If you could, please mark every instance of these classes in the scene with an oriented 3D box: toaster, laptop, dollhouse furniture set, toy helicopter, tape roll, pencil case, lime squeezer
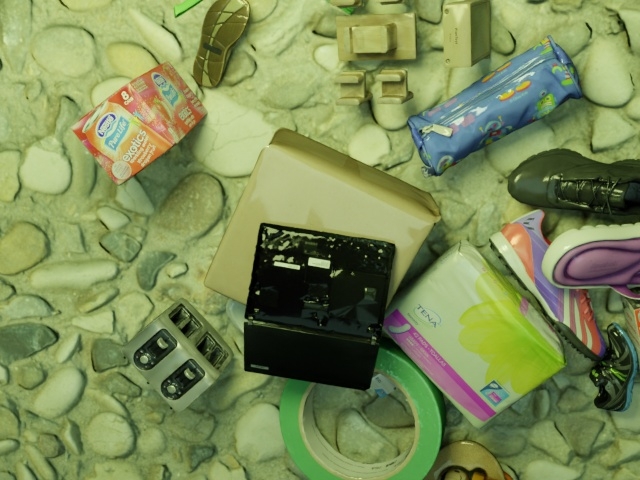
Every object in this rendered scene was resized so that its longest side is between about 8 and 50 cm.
[{"bbox_3d":[-0.270,0.218,1.543,0.110,0.185,0.168,-40,93,14],"label":"toaster"},{"bbox_3d":[-0.007,0.121,1.390,0.234,0.136,0.264,9,86,2],"label":"laptop"},{"bbox_3d":[0.150,-0.347,1.340,0.242,0.161,0.212,4,110,22],"label":"dollhouse furniture set"},{"bbox_3d":[0.217,0.550,1.618,0.235,0.140,0.355,42,97,14],"label":"toy helicopter"},{"bbox_3d":[0.082,0.346,1.558,0.321,0.077,0.321,2,98,15],"label":"tape roll"},{"bbox_3d":[0.290,-0.226,1.357,0.306,0.133,0.119,-29,75,13],"label":"pencil case"},{"bbox_3d":[-0.095,-0.433,1.334,0.311,0.059,0.109,-6,65,-19],"label":"lime squeezer"}]

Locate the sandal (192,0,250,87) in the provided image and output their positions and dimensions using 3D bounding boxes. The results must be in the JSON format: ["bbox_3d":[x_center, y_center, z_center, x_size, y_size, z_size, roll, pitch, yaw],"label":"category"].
[{"bbox_3d":[-0.174,-0.354,1.402,0.072,0.049,0.180,29,124,1],"label":"sandal"}]

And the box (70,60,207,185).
[{"bbox_3d":[-0.298,-0.205,1.349,0.128,0.257,0.122,-33,105,15],"label":"box"}]

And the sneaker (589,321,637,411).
[{"bbox_3d":[0.558,0.248,1.526,0.078,0.067,0.188,-4,111,0],"label":"sneaker"}]

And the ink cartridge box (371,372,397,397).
[{"bbox_3d":[0.141,0.271,1.592,0.083,0.028,0.048,-34,102,16],"label":"ink cartridge box"}]

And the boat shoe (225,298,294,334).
[{"bbox_3d":[-0.098,0.173,1.518,0.226,0.076,0.083,32,100,18],"label":"boat shoe"}]

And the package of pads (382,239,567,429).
[{"bbox_3d":[0.283,0.171,1.479,0.296,0.101,0.229,46,113,-1],"label":"package of pads"}]

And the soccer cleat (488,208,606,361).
[{"bbox_3d":[0.445,0.087,1.465,0.116,0.108,0.318,-39,100,10],"label":"soccer cleat"}]

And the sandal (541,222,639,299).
[{"bbox_3d":[0.589,0.044,1.385,0.417,0.102,0.169,-7,133,-9],"label":"sandal"}]

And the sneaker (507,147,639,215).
[{"bbox_3d":[0.473,-0.095,1.385,0.286,0.130,0.109,0,110,6],"label":"sneaker"}]

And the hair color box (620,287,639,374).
[{"bbox_3d":[0.609,0.179,1.484,0.053,0.093,0.167,-16,107,9],"label":"hair color box"}]

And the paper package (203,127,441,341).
[{"bbox_3d":[0.000,0.000,1.441,0.325,0.168,0.309,25,109,-4],"label":"paper package"}]
